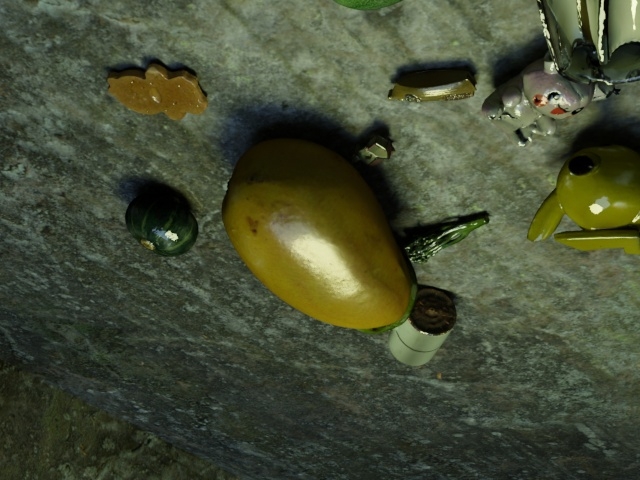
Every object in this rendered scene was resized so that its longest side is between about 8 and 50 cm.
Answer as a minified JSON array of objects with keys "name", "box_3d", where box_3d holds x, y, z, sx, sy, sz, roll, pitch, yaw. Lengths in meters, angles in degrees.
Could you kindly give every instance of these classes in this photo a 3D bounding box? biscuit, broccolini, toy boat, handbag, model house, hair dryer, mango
[{"name":"biscuit","box_3d":[-0.295,-0.271,1.486,0.184,0.027,0.133,-5,145,28]},{"name":"broccolini","box_3d":[0.262,-0.015,1.692,0.202,0.068,0.091,-32,142,29]},{"name":"toy boat","box_3d":[0.182,-0.249,1.333,0.149,0.047,0.049,-2,146,20]},{"name":"handbag","box_3d":[0.291,-0.364,0.819,0.160,0.359,0.237,-2,146,19]},{"name":"model house","box_3d":[0.104,-0.164,1.489,0.058,0.057,0.083,31,142,-20]},{"name":"hair dryer","box_3d":[0.134,0.171,1.969,0.362,0.128,0.203,20,150,2]},{"name":"mango","box_3d":[0.000,0.000,1.565,0.300,0.232,0.446,-30,115,33]}]

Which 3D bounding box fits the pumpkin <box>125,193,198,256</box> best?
[{"name":"pumpkin","box_3d":[-0.346,-0.034,1.785,0.167,0.125,0.167,28,146,21]}]

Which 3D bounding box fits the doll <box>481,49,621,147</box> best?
[{"name":"doll","box_3d":[0.347,-0.226,1.271,0.149,0.095,0.192,28,144,-35]}]

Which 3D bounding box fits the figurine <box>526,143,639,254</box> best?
[{"name":"figurine","box_3d":[0.521,-0.065,1.391,0.326,0.169,0.218,17,143,-8]}]

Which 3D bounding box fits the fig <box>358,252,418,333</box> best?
[{"name":"fig","box_3d":[0.154,0.116,1.806,0.203,0.203,0.235,-15,159,37]}]

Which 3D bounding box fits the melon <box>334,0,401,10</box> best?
[{"name":"melon","box_3d":[0.096,-0.401,0.995,0.182,0.182,0.287,28,148,-24]}]
